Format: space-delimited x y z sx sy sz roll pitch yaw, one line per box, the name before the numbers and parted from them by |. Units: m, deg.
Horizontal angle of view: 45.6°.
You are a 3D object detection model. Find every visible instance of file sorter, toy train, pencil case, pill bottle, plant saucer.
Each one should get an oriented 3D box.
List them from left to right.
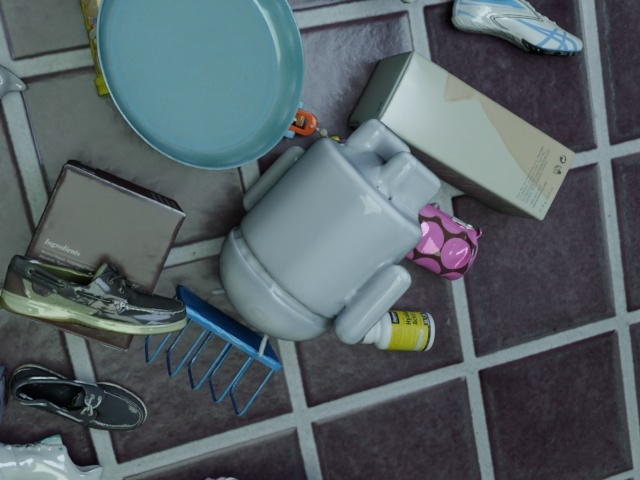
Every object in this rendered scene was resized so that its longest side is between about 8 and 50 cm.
plant saucer | -0.161 -0.255 1.048 0.317 0.043 0.318 -1 91 -37
file sorter | -0.164 0.165 1.131 0.170 0.118 0.104 35 91 -18
toy train | -0.025 -0.125 1.166 0.125 0.046 0.166 16 102 2
pill bottle | 0.121 0.146 1.235 0.116 0.065 0.065 4 97 -17
pencil case | 0.149 -0.023 1.206 0.209 0.095 0.098 26 122 -18

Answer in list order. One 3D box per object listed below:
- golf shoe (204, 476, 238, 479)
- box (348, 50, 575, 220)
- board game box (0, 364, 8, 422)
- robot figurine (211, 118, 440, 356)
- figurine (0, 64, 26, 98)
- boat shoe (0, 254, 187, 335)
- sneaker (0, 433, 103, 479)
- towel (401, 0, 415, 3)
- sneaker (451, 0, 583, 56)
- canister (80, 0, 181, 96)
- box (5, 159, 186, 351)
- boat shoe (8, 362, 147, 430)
golf shoe | -0.116 0.414 1.168 0.306 0.140 0.115 -10 142 -12
box | 0.215 -0.157 1.175 0.311 0.148 0.121 28 90 -19
board game box | -0.566 0.232 0.922 0.317 0.318 0.066 2 98 -15
robot figurine | 0.000 0.000 1.060 0.353 0.300 0.199 -44 145 12
figurine | -0.528 -0.219 0.993 0.215 0.092 0.209 -40 114 -8
boat shoe | -0.270 0.064 0.926 0.223 0.080 0.074 9 101 -13
sneaker | -0.421 0.321 1.113 0.212 0.080 0.094 33 74 -21
towel | 0.185 -0.558 1.083 0.374 0.090 0.321 -36 107 -27
sneaker | 0.320 -0.347 1.206 0.237 0.085 0.086 14 99 -19
canister | -0.264 -0.294 1.055 0.126 0.073 0.170 -13 100 -15
box | -0.305 0.015 1.040 0.167 0.168 0.203 23 92 -17
boat shoe | -0.353 0.240 1.115 0.206 0.065 0.075 23 91 -18
